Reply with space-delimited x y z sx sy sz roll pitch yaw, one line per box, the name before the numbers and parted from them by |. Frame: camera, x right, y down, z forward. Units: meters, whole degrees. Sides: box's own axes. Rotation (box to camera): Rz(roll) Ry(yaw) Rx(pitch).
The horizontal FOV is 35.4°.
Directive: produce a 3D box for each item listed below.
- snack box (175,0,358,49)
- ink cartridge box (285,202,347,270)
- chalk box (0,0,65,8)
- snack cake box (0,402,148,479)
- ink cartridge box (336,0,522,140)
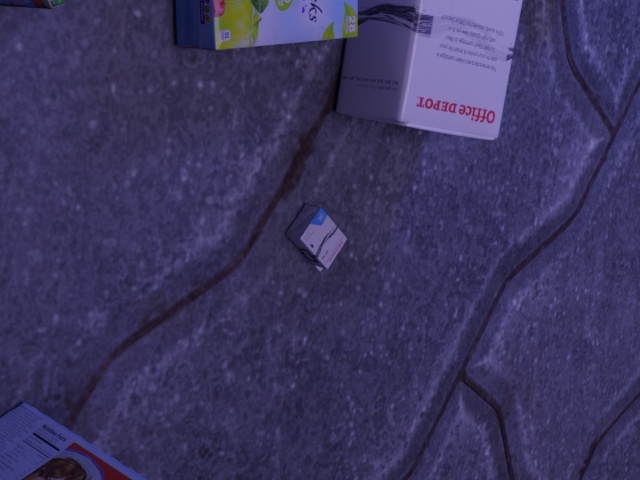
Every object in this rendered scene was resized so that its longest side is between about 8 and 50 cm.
snack box | -0.052 -0.292 1.038 0.207 0.070 0.175 -17 113 -43
ink cartridge box | 0.000 0.000 1.205 0.048 0.028 0.083 -57 134 -17
chalk box | -0.235 -0.274 0.813 0.213 0.132 0.132 -45 129 -27
snack cake box | -0.239 0.254 0.867 0.152 0.264 0.089 -33 124 -34
ink cartridge box | 0.140 -0.269 1.205 0.198 0.114 0.273 2 100 -45
